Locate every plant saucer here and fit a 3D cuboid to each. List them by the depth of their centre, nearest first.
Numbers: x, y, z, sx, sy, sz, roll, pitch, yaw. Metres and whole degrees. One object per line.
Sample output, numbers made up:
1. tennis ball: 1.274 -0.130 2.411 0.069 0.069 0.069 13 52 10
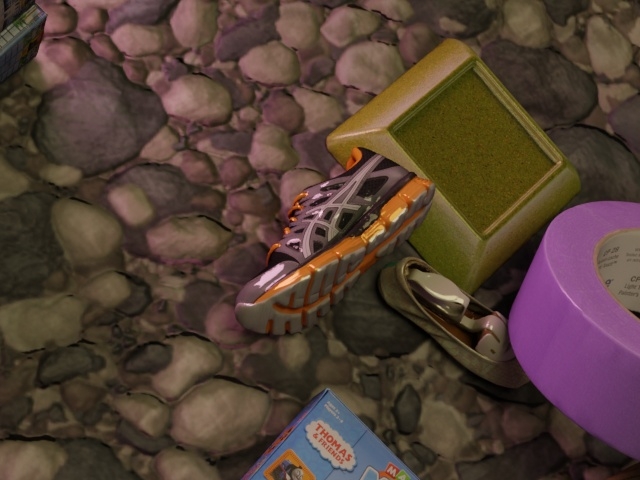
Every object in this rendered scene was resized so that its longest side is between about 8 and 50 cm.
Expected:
1. plant saucer: 0.130 -0.075 1.575 0.188 0.045 0.188 49 58 1

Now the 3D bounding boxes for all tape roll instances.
1. tape roll: 0.300 0.080 1.486 0.275 0.090 0.275 16 30 -9

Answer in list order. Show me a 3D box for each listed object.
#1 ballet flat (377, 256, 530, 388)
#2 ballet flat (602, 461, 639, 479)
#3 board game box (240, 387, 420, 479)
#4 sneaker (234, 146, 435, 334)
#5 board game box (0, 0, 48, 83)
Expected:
1. ballet flat: 0.123 0.071 1.507 0.168 0.052 0.057 32 60 -10
2. ballet flat: 0.375 0.212 1.516 0.342 0.116 0.124 -4 30 0
3. board game box: -0.006 0.243 1.385 0.160 0.039 0.211 45 59 -2
4. sneaker: 0.000 0.000 1.472 0.083 0.084 0.215 41 56 17
5. board game box: -0.295 -0.129 1.341 0.060 0.194 0.194 45 73 -1
